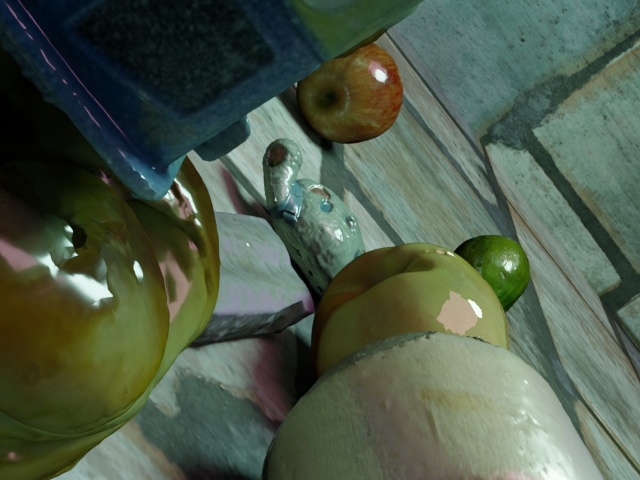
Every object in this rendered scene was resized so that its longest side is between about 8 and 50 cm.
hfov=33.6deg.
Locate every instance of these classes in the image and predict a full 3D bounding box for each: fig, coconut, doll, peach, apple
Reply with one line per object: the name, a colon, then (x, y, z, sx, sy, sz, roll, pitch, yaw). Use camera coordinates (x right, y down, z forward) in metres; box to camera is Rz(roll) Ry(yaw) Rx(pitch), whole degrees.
fig: (0.240, 0.068, 1.515, 0.123, 0.123, 0.156, 44, 32, -34)
coconut: (0.074, 0.183, 0.652, 0.224, 0.224, 0.234, 38, 16, -45)
doll: (0.000, 0.000, 1.048, 0.214, 0.071, 0.103, 60, 27, -12)
peach: (0.076, 0.097, 0.888, 0.184, 0.184, 0.184, 49, 17, -21)
apple: (0.037, -0.201, 1.422, 0.131, 0.146, 0.146, -21, 75, -50)

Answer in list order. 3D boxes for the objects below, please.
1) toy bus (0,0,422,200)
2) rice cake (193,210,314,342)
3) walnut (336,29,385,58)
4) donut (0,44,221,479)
toy bus: (-0.033, -0.158, 0.472, 0.152, 0.190, 0.312, 55, 12, -16)
rice cake: (-0.091, 0.022, 0.776, 0.106, 0.050, 0.298, 60, 16, 15)
walnut: (-0.025, -0.351, 1.261, 0.333, 0.333, 0.333, 49, 17, -21)
donut: (-0.189, -0.064, 0.466, 0.360, 0.170, 0.360, 51, 15, -19)
